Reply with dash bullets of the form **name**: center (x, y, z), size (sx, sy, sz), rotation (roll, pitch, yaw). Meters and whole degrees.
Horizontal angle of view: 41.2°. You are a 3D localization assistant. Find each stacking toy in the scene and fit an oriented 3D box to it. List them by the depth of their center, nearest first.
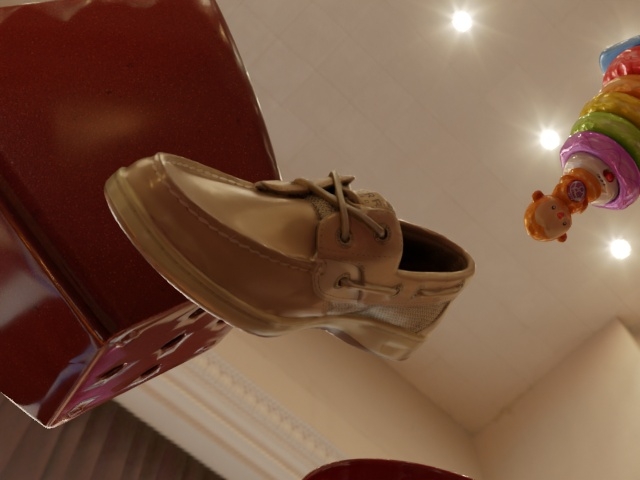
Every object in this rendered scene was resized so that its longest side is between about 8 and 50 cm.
- **stacking toy**: center (0.340, -0.100, 0.990), size (0.302, 0.165, 0.175), rotation (-39, -75, -21)

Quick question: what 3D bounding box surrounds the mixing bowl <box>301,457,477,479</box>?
- **mixing bowl**: center (0.061, 0.212, 0.494), size (0.181, 0.181, 0.098), rotation (13, -81, -6)

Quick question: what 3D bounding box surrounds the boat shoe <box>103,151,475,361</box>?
- **boat shoe**: center (0.000, 0.000, 0.537), size (0.098, 0.109, 0.302), rotation (-46, -38, 16)

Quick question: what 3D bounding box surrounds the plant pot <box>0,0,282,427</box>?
- **plant pot**: center (-0.176, -0.014, 0.685), size (0.236, 0.267, 0.267), rotation (55, -43, 12)
